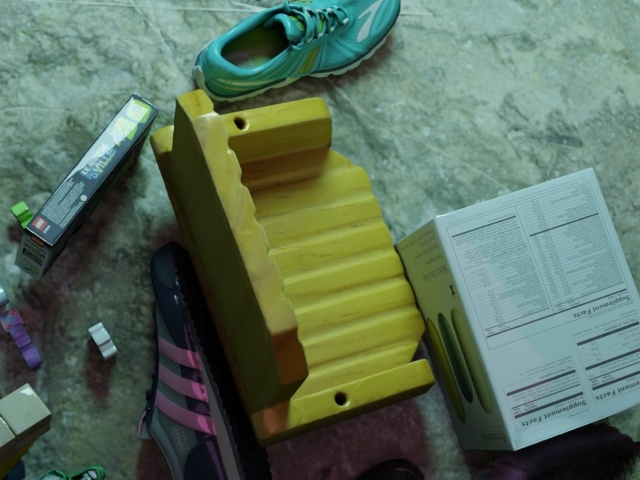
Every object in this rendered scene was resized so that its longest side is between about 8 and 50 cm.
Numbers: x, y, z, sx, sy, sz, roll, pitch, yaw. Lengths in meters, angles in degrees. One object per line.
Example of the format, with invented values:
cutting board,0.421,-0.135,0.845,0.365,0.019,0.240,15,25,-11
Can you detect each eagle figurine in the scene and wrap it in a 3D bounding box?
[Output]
eagle figurine,0.328,0.310,1.418,0.225,0.298,0.226,-4,70,-39

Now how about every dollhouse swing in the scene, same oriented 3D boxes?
dollhouse swing,0.000,0.000,1.345,0.315,0.305,0.346,-14,76,-27

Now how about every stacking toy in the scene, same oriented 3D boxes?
stacking toy,-0.350,0.084,1.441,0.167,0.052,0.221,-31,87,-14

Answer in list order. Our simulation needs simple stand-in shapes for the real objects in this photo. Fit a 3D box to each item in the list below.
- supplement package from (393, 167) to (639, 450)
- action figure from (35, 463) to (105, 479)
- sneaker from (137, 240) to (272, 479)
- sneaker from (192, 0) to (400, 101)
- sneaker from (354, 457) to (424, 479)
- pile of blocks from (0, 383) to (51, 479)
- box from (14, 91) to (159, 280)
supplement package,0.233,0.085,1.471,0.198,0.199,0.262,-18,85,-13
action figure,-0.310,0.324,1.352,0.137,0.063,0.232,41,78,0
sneaker,-0.161,0.162,1.441,0.131,0.112,0.319,-22,73,15
sneaker,-0.020,-0.242,1.527,0.275,0.110,0.107,-27,86,-14
sneaker,0.038,0.361,1.440,0.101,0.106,0.267,37,75,-1
pile of blocks,-0.417,0.263,1.341,0.362,0.149,0.112,-46,72,10
box,-0.259,-0.059,1.426,0.036,0.114,0.207,35,62,-3
